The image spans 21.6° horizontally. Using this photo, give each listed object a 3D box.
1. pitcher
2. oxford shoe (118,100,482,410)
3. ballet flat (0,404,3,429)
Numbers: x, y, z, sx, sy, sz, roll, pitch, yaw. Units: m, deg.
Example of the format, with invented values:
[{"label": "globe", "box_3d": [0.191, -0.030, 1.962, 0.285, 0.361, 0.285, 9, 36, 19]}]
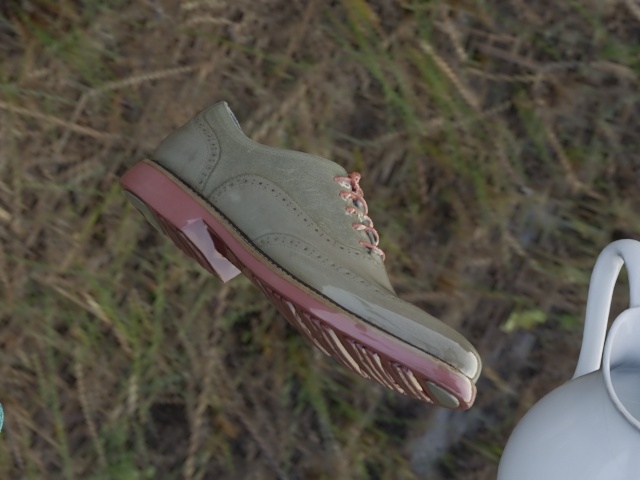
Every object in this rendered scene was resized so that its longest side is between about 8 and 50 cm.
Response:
[{"label": "pitcher", "box_3d": [0.188, 0.117, 1.102, 0.125, 0.177, 0.207, 4, 142, -13]}, {"label": "oxford shoe", "box_3d": [0.000, 0.000, 1.286, 0.130, 0.348, 0.123, -50, 154, -11]}, {"label": "ballet flat", "box_3d": [-0.296, 0.203, 1.184, 0.083, 0.087, 0.247, 47, 33, -25]}]
